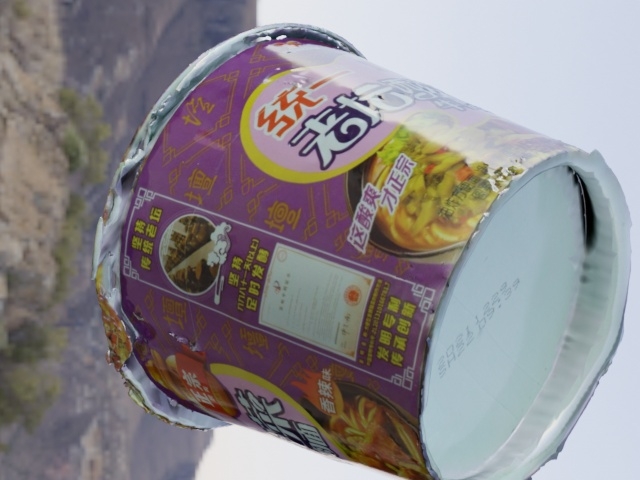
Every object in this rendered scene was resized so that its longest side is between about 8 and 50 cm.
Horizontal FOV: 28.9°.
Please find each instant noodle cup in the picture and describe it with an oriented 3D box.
[{"bbox_3d":[0.046,0.031,0.895,0.266,0.340,0.340,22,-62,39],"label":"instant noodle cup"}]
